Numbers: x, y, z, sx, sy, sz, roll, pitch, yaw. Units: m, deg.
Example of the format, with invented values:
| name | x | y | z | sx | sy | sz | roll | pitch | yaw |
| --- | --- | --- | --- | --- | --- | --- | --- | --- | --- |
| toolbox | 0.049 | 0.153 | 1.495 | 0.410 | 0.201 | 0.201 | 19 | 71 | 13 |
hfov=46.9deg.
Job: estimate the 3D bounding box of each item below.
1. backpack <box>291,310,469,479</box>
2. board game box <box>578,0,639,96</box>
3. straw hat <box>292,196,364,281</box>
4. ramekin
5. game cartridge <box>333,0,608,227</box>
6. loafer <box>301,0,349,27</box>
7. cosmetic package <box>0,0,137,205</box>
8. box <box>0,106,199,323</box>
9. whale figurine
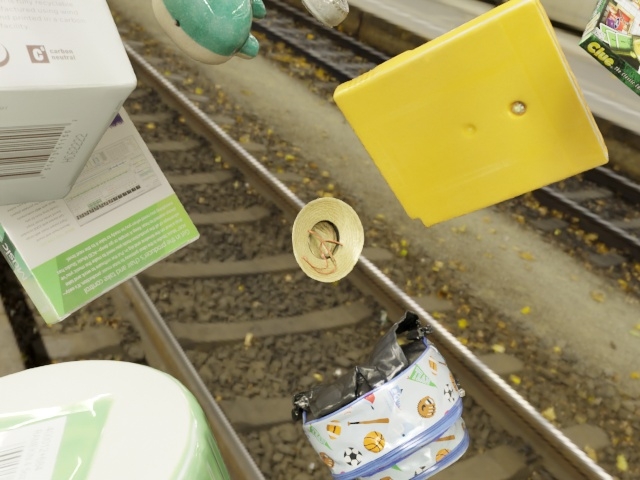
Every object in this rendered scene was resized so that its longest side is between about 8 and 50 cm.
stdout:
| name | x | y | z | sx | sy | sz | roll | pitch | yaw |
| --- | --- | --- | --- | --- | --- | --- | --- | --- | --- |
| backpack | 0.093 | 0.259 | 1.098 | 0.213 | 0.277 | 0.263 | 54 | 2 | 11 |
| board game box | 0.418 | -0.287 | 0.945 | 0.136 | 0.030 | 0.259 | 37 | 56 | -10 |
| straw hat | 0.000 | 0.000 | 1.277 | 0.145 | 0.144 | 0.061 | 2 | -5 | -25 |
| ramekin | -0.195 | 0.212 | 0.500 | 0.304 | 0.148 | 0.303 | -9 | 23 | 4 |
| game cartridge | 0.226 | -0.179 | 1.121 | 0.324 | 0.285 | 0.052 | -20 | 30 | 29 |
| loafer | -0.014 | -0.466 | 1.070 | 0.112 | 0.319 | 0.112 | -21 | -9 | 22 |
| cosmetic package | -0.366 | -0.281 | 0.750 | 0.162 | 0.230 | 0.453 | -12 | 73 | -40 |
| box | -0.336 | -0.084 | 0.970 | 0.232 | 0.321 | 0.058 | -34 | 6 | -37 |
| whale figurine | -0.170 | -0.422 | 1.298 | 0.216 | 0.141 | 0.272 | 50 | 36 | -6 |
